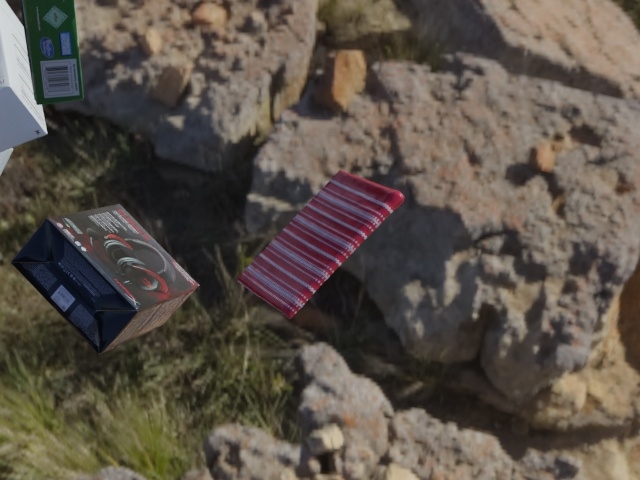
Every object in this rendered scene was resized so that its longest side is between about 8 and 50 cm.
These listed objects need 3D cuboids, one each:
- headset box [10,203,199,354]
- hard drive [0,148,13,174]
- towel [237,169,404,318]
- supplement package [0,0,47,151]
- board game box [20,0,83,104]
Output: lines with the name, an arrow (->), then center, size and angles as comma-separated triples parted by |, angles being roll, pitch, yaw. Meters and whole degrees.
headset box -> -0.357, 0.056, 1.858 | 0.218, 0.110, 0.293 | 45, 16, 7
hard drive -> -0.706, -0.052, 1.978 | 0.233, 0.047, 0.353 | 30, 94, 43
towel -> 0.000, 0.000, 1.770 | 0.275, 0.031, 0.199 | -46, 30, -10
supplement package -> -0.555, -0.276, 1.773 | 0.139, 0.134, 0.244 | -22, 57, 2
board game box -> -0.250, -0.310, 0.935 | 0.046, 0.317, 0.213 | -7, 39, -14
